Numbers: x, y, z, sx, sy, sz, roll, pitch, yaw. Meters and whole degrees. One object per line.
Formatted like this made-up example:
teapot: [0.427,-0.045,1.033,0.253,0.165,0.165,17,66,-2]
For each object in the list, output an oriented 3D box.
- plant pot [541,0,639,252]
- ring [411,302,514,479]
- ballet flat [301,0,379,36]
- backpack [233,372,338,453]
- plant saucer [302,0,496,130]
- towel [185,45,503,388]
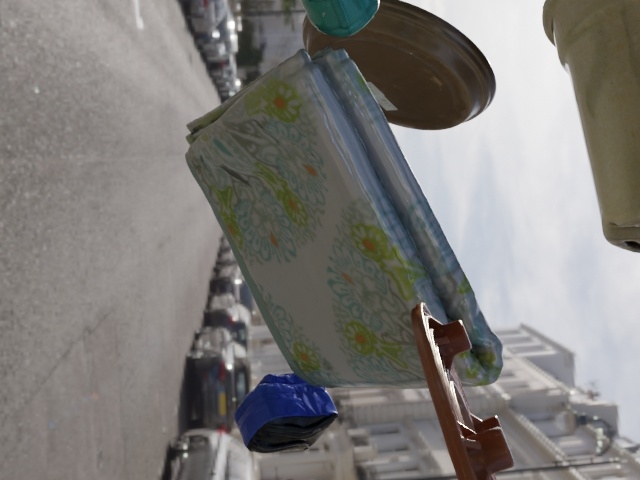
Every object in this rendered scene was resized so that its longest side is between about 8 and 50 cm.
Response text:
plant pot: [0.444,-0.153,0.943,0.334,0.333,0.306,108,-16,-74]
ring: [0.129,0.196,0.504,0.336,0.032,0.337,-21,90,-82]
ballet flat: [0.021,-0.254,0.769,0.247,0.083,0.087,-80,153,-58]
backpack: [-0.058,0.236,1.085,0.101,0.120,0.098,55,-52,36]
plant saucer: [0.098,-0.227,1.071,0.278,0.277,0.041,108,5,-75]
towel: [0.000,0.000,0.869,0.320,0.090,0.375,-15,-74,60]
